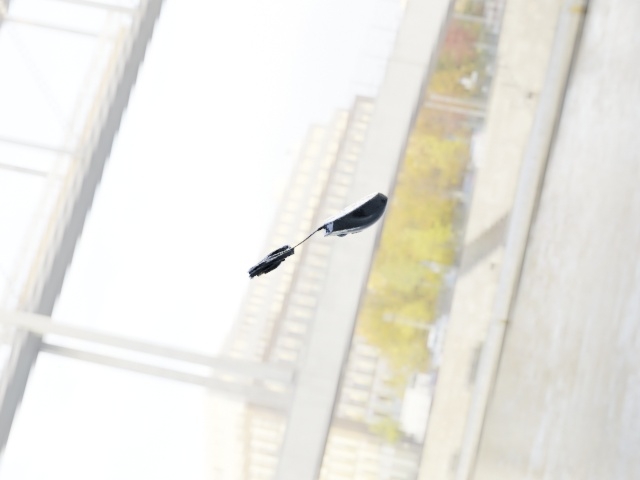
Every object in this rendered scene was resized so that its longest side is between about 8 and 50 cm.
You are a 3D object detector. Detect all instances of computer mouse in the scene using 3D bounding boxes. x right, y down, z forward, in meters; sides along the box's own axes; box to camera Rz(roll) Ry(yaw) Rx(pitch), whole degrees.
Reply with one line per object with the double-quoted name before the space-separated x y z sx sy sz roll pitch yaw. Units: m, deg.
"computer mouse" 0.000 0.000 1.963 0.041 0.242 0.071 61 170 -8
